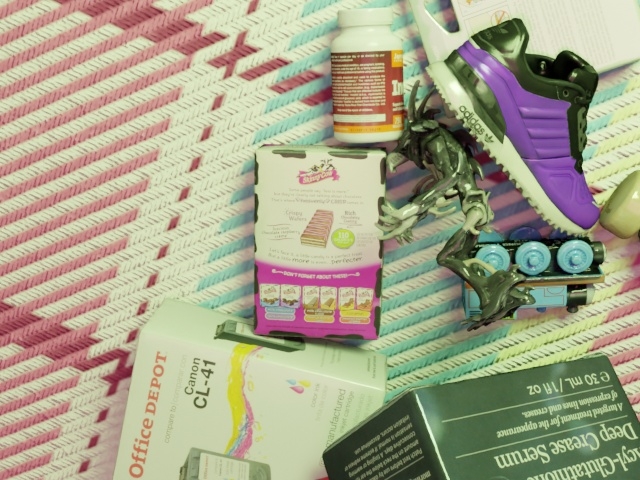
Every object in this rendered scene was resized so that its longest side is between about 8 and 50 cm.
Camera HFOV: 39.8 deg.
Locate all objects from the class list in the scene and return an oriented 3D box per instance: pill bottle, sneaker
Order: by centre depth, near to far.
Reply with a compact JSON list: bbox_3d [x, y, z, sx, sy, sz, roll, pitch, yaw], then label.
[{"bbox_3d":[0.260,-0.128,0.989,0.146,0.102,0.293,-39,120,15],"label":"sneaker"},{"bbox_3d":[0.055,-0.194,1.038,0.086,0.086,0.152,-2,103,5],"label":"pill bottle"}]

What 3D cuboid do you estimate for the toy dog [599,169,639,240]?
[{"bbox_3d":[0.462,-0.087,0.992,0.220,0.161,0.333,13,103,1],"label":"toy dog"}]

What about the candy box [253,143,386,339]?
[{"bbox_3d":[0.000,0.000,1.094,0.159,0.071,0.233,3,103,4],"label":"candy box"}]

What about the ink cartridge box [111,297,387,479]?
[{"bbox_3d":[-0.087,0.228,1.124,0.306,0.131,0.226,13,104,0],"label":"ink cartridge box"}]

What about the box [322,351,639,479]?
[{"bbox_3d":[0.223,0.352,0.937,0.212,0.294,0.395,-49,54,48],"label":"box"}]

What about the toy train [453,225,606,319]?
[{"bbox_3d":[0.255,0.041,1.083,0.184,0.080,0.105,-3,111,4],"label":"toy train"}]

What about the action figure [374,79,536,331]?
[{"bbox_3d":[0.131,-0.034,0.993,0.141,0.164,0.275,-26,76,17],"label":"action figure"}]

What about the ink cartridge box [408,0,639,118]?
[{"bbox_3d":[0.222,-0.305,1.016,0.239,0.060,0.275,-16,102,19],"label":"ink cartridge box"}]
